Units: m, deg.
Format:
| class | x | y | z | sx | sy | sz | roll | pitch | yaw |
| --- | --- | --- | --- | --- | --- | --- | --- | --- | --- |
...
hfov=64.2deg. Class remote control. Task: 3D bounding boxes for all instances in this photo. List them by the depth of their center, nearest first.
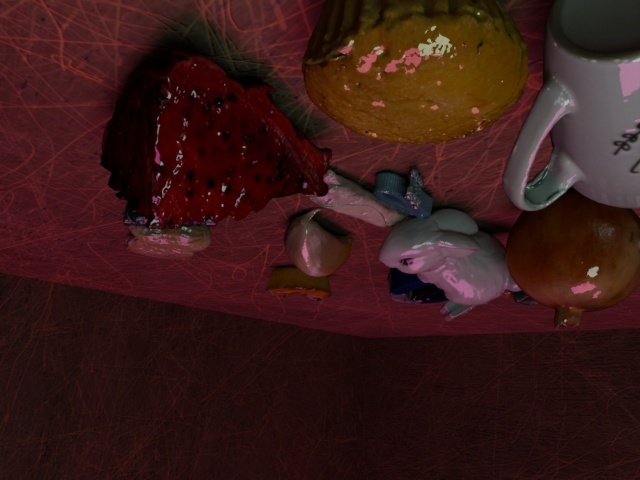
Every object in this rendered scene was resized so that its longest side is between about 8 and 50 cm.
| class | x | y | z | sx | sy | sz | roll | pitch | yaw |
| --- | --- | --- | --- | --- | --- | --- | --- | --- | --- |
| remote control | 0.490 | 0.149 | 1.515 | 0.277 | 0.056 | 0.103 | -30 | 164 | -4 |

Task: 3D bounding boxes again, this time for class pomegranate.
| class | x | y | z | sx | sy | sz | roll | pitch | yaw |
| --- | --- | --- | --- | --- | --- | --- | --- | --- | --- |
| pomegranate | 0.498 | 0.041 | 1.002 | 0.252 | 0.271 | 0.229 | -8 | 152 | 43 |

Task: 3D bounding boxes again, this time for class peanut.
| class | x | y | z | sx | sy | sz | roll | pitch | yaw |
| --- | --- | --- | --- | --- | --- | --- | --- | --- | --- |
| peanut | -0.394 | -0.023 | 1.341 | 0.214 | 0.090 | 0.098 | 7 | 175 | -12 |

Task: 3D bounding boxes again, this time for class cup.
| class | x | y | z | sx | sy | sz | roll | pitch | yaw |
| --- | --- | --- | --- | --- | --- | --- | --- | --- | --- |
| cup | 0.296 | -0.140 | 0.533 | 0.258 | 0.186 | 0.234 | -41 | 141 | 14 |

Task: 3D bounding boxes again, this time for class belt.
| class | x | y | z | sx | sy | sz | roll | pitch | yaw |
| --- | --- | --- | --- | --- | --- | --- | --- | --- | --- |
| belt | 0.186 | -0.089 | 1.028 | 0.100 | 0.065 | 0.179 | 2 | 168 | 40 |
| belt | 0.324 | 0.115 | 1.571 | 0.212 | 0.117 | 0.347 | 3 | 163 | -4 |

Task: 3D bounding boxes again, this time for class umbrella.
| class | x | y | z | sx | sy | sz | roll | pitch | yaw |
| --- | --- | --- | --- | --- | --- | --- | --- | --- | --- |
| umbrella | -0.366 | -0.063 | 1.254 | 0.224 | 0.080 | 0.071 | 5 | 129 | -15 |

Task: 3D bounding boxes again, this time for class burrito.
| class | x | y | z | sx | sy | sz | roll | pitch | yaw |
| --- | --- | --- | --- | --- | --- | --- | --- | --- | --- |
| burrito | 0.089 | -0.079 | 1.083 | 0.275 | 0.059 | 0.082 | 19 | 143 | -41 |

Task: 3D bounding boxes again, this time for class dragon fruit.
| class | x | y | z | sx | sy | sz | roll | pitch | yaw |
| --- | --- | --- | --- | --- | --- | --- | --- | --- | --- |
| dragon fruit | -0.152 | -0.174 | 0.788 | 0.329 | 0.228 | 0.286 | -8 | -154 | -34 |

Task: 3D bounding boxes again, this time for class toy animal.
| class | x | y | z | sx | sy | sz | roll | pitch | yaw |
| --- | --- | --- | --- | --- | --- | --- | --- | --- | --- |
| toy animal | 0.309 | 0.038 | 1.199 | 0.257 | 0.194 | 0.357 | -12 | 155 | 41 |

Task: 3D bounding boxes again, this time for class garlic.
| class | x | y | z | sx | sy | sz | roll | pitch | yaw |
| --- | --- | --- | --- | --- | --- | --- | --- | --- | --- |
| garlic | -0.013 | 0.006 | 1.322 | 0.164 | 0.146 | 0.245 | -34 | 151 | 11 |

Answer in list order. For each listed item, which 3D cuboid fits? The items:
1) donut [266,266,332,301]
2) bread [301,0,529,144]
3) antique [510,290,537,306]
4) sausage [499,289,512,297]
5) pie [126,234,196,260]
| class | x | y | z | sx | sy | sz | roll | pitch | yaw |
| --- | --- | --- | --- | --- | --- | --- | --- | --- | --- |
| donut | -0.050 | 0.157 | 1.840 | 0.258 | 0.101 | 0.152 | 17 | 159 | -35 |
| bread | 0.099 | -0.192 | 0.554 | 0.239 | 0.139 | 0.240 | 4 | 164 | 1 |
| antique | 0.603 | 0.102 | 1.391 | 0.088 | 0.086 | 0.183 | 16 | 135 | -36 |
| sausage | 0.582 | 0.171 | 1.788 | 0.169 | 0.065 | 0.065 | -2 | 162 | 23 |
| pie | -0.485 | 0.018 | 1.569 | 0.218 | 0.052 | 0.185 | 9 | 165 | -8 |
